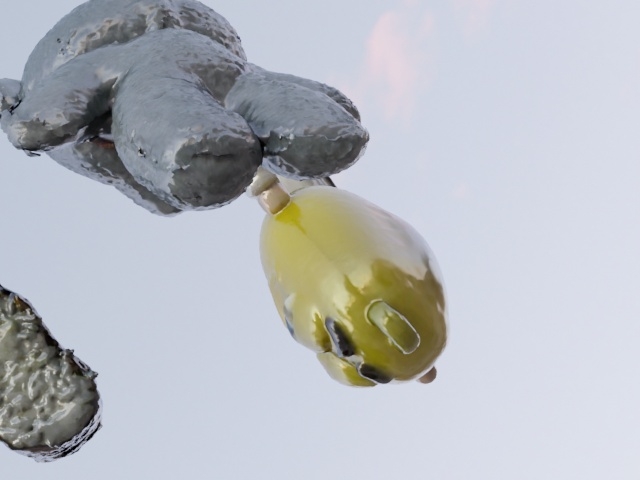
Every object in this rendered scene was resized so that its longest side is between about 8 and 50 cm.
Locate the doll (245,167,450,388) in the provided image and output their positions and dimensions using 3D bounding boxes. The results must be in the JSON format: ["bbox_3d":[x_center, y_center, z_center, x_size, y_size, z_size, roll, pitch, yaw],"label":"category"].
[{"bbox_3d":[0.011,0.011,1.312,0.161,0.348,0.423,-41,-15,2],"label":"doll"}]

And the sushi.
[{"bbox_3d":[-0.224,0.093,0.899,0.090,0.150,0.078,-48,-6,-14],"label":"sushi"}]

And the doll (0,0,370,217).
[{"bbox_3d":[-0.103,-0.071,0.870,0.246,0.340,0.158,-12,-60,-29],"label":"doll"}]
